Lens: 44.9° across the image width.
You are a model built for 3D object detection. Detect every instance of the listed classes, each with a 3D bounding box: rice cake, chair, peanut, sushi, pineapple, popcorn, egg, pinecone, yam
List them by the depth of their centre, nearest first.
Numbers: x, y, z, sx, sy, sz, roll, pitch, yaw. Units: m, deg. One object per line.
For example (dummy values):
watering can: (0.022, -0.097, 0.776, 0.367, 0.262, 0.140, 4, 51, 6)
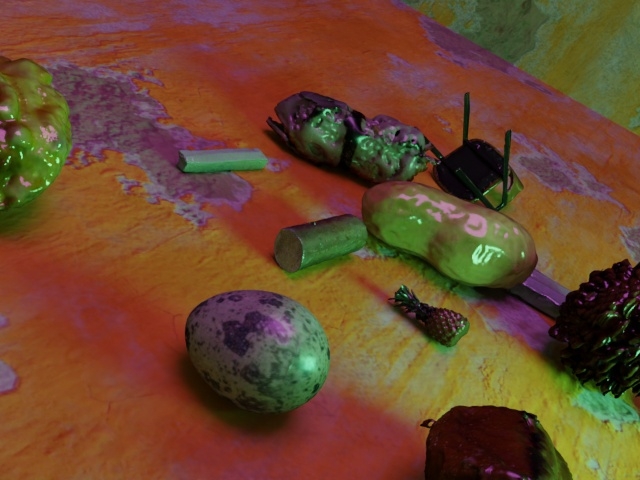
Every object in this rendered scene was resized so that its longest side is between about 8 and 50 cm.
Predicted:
sushi: (0.187, 0.274, 0.807, 0.166, 0.179, 0.296, -1, 8, 9)
egg: (-0.072, 0.120, 0.861, 0.172, 0.132, 0.132, 20, 27, 15)
popcorn: (-0.420, -0.129, 0.940, 0.225, 0.174, 0.286, 34, 24, -1)
pineapple: (0.160, 0.105, 1.152, 0.124, 0.058, 0.058, 39, 31, 24)
yam: (0.000, 0.000, 1.182, 0.068, 0.068, 0.169, 40, 31, 23)
pinecone: (0.474, 0.148, 1.196, 0.221, 0.221, 0.221, 20, 29, -12)
peanut: (0.217, -0.010, 1.304, 0.318, 0.148, 0.148, 23, 29, -4)
rice cake: (-0.166, -0.139, 1.310, 0.180, 0.030, 0.042, -8, 49, -46)
rice cake: (0.436, 0.115, 1.375, 0.226, 0.040, 0.085, 30, 28, 7)
sushi: (0.062, -0.195, 1.486, 0.332, 0.130, 0.124, 21, 29, -8)
chair: (0.328, -0.159, 1.630, 0.159, 0.172, 0.247, 53, -5, 40)
